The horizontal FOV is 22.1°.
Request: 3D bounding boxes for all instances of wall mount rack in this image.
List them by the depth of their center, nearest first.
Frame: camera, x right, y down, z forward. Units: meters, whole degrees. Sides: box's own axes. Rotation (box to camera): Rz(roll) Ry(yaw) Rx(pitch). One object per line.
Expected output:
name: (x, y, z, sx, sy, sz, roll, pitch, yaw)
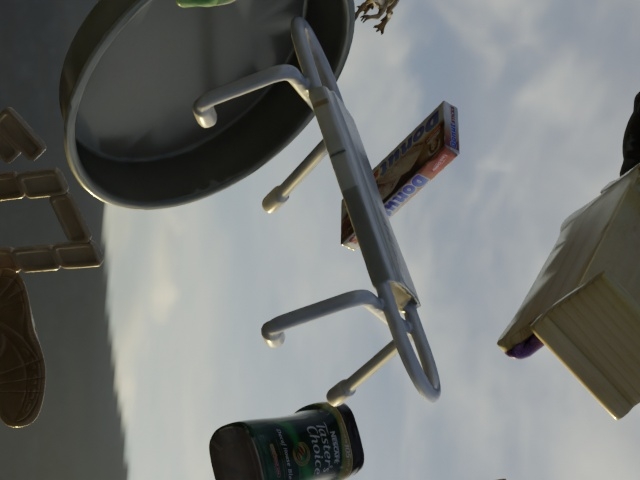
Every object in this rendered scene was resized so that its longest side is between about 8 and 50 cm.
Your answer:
wall mount rack: (0.000, 0.000, 1.407, 0.304, 0.130, 0.350, 46, 24, -70)

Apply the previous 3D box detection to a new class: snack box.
snack box: (0.078, -0.063, 1.647, 0.178, 0.022, 0.064, -44, -149, 39)

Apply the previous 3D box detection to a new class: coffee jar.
coffee jar: (-0.032, 0.234, 1.804, 0.079, 0.184, 0.096, -21, -98, 39)

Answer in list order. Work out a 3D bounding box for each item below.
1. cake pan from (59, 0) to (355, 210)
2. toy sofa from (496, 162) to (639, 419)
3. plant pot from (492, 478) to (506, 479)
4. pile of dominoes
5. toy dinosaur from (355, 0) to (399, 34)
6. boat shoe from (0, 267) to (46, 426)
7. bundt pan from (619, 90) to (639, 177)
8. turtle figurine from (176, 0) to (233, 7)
cake pan: (-0.104, -0.153, 1.435, 0.054, 0.293, 0.293, 51, -40, 31)
toy sofa: (0.360, 0.054, 1.935, 0.177, 0.150, 0.362, -40, -173, 35)
plant pot: (0.192, 0.344, 1.935, 0.083, 0.081, 0.081, 63, 27, -28)
pile of dominoes: (-0.356, -0.057, 1.758, 0.040, 0.251, 0.196, -50, 127, -47)
toy dinosaur: (0.092, -0.329, 2.199, 0.092, 0.053, 0.183, -51, 176, 33)
boat shoe: (-0.326, 0.112, 1.748, 0.059, 0.063, 0.170, -163, -112, -82)
bundt pan: (0.594, -0.148, 2.472, 0.331, 0.124, 0.331, -168, -90, -70)
turtle figurine: (-0.143, -0.285, 1.042, 0.266, 0.198, 0.275, 44, -11, 30)
